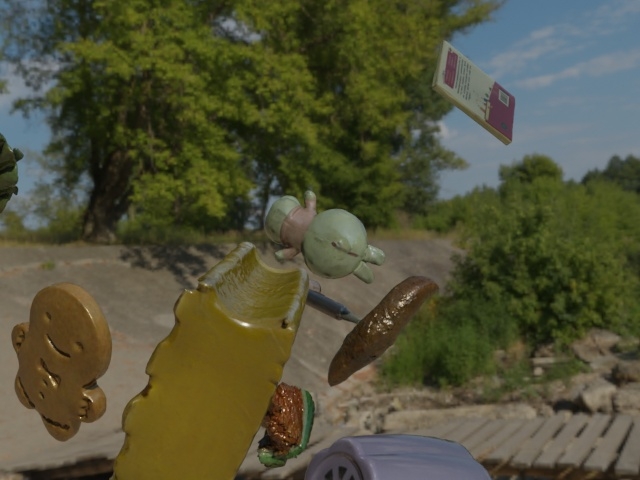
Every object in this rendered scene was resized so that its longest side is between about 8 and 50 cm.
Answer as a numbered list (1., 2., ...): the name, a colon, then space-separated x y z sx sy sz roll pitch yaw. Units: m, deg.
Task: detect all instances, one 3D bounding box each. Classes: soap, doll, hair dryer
1. soap: -0.136 0.170 0.969 0.156 0.293 0.335 23 7 -2
2. doll: -0.008 -0.005 1.407 0.275 0.155 0.113 28 -1 32
3. hair dryer: -0.026 0.129 1.524 0.195 0.053 0.220 15 10 -47

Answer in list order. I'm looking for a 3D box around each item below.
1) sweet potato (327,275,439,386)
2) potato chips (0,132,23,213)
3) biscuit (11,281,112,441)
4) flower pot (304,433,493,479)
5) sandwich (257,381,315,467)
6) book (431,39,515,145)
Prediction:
1. sweet potato: 0.130 0.204 1.612 0.341 0.092 0.114 -46 -19 1
2. potato chips: -0.766 -0.184 1.387 0.389 0.373 0.097 -40 16 30
3. biscuit: -0.527 0.245 1.451 0.052 0.275 0.355 -24 -30 -54
4. flower pot: 0.108 0.424 1.148 0.243 0.265 0.265 27 -20 -31
5. sandwich: -0.088 0.358 1.480 0.109 0.160 0.185 -22 25 16
6. book: 0.349 -0.332 1.617 0.232 0.162 0.022 31 -41 -20
